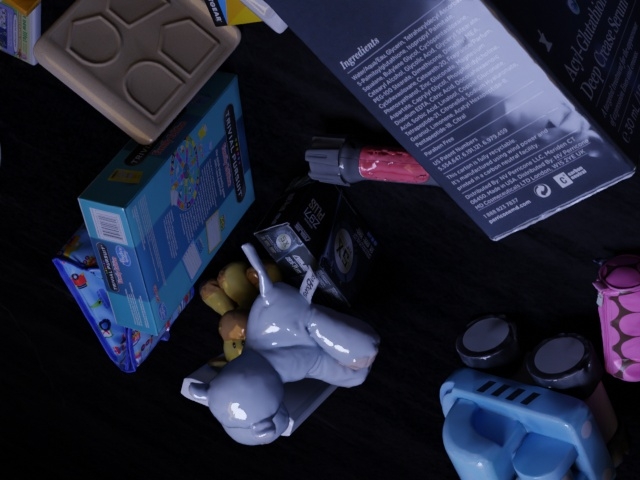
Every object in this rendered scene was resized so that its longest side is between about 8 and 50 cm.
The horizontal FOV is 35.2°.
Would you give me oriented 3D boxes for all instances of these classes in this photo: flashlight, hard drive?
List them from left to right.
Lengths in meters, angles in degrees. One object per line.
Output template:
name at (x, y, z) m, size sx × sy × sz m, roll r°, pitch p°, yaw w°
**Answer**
hard drive at (-0.094, 0.253, 1.817) m, size 0.203 × 0.307 × 0.040 m, roll 19°, pitch 104°, yaw 14°
flashlight at (0.127, -0.110, 1.464) m, size 0.304 × 0.103 × 0.103 m, roll 7°, pitch 134°, yaw 24°

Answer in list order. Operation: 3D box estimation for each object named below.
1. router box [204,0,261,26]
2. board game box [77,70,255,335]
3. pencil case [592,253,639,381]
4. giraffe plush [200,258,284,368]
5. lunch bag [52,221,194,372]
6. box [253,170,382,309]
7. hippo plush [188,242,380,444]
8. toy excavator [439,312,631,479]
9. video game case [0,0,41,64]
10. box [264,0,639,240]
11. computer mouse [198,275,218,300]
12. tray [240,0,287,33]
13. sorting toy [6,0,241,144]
router box at (-0.115, -0.387, 1.381) m, size 0.133 × 0.046 × 0.179 m, roll 0°, pitch 129°, yaw 31°
board game box at (-0.219, -0.064, 1.537) m, size 0.079 × 0.336 × 0.253 m, roll 13°, pitch 135°, yaw 19°
pencil case at (0.456, 0.120, 1.497) m, size 0.095 × 0.098 × 0.209 m, roll 39°, pitch 153°, yaw 51°
giraffe plush at (-0.127, 0.157, 1.785) m, size 0.181 × 0.170 × 0.210 m, roll -37°, pitch 102°, yaw 29°
lunch bag at (-0.330, 0.079, 1.829) m, size 0.138 × 0.221 × 0.293 m, roll 10°, pitch 134°, yaw 23°
box at (0.000, 0.000, 1.613) m, size 0.078 × 0.147 × 0.180 m, roll -15°, pitch 120°, yaw 40°
hippo plush at (-0.053, 0.205, 1.554) m, size 0.234 × 0.236 × 0.294 m, roll 21°, pitch 152°, yaw 13°
toy excavator at (0.306, 0.364, 1.504) m, size 0.433 × 0.445 × 0.222 m, roll 11°, pitch 139°, yaw 48°
video game case at (-0.538, -0.406, 1.632) m, size 0.193 × 0.023 × 0.212 m, roll 26°, pitch 137°, yaw 7°
box at (0.183, -0.256, 1.145) m, size 0.395 × 0.293 × 0.212 m, roll 44°, pitch 137°, yaw -14°
computer mouse at (-0.111, 0.117, 1.884) m, size 0.242 × 0.041 × 0.071 m, roll 18°, pitch 120°, yaw 8°
tray at (-0.124, -0.395, 1.320) m, size 0.270 × 0.030 × 0.145 m, roll 40°, pitch 137°, yaw -9°
sorting toy at (-0.297, -0.310, 1.446) m, size 0.307 × 0.229 × 0.041 m, roll 39°, pitch 162°, yaw -6°
